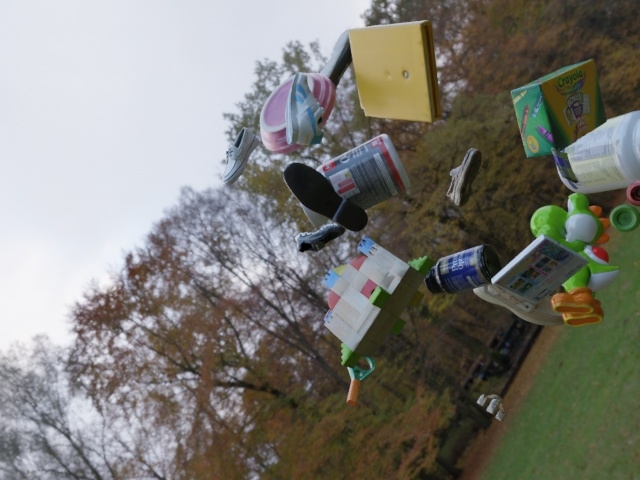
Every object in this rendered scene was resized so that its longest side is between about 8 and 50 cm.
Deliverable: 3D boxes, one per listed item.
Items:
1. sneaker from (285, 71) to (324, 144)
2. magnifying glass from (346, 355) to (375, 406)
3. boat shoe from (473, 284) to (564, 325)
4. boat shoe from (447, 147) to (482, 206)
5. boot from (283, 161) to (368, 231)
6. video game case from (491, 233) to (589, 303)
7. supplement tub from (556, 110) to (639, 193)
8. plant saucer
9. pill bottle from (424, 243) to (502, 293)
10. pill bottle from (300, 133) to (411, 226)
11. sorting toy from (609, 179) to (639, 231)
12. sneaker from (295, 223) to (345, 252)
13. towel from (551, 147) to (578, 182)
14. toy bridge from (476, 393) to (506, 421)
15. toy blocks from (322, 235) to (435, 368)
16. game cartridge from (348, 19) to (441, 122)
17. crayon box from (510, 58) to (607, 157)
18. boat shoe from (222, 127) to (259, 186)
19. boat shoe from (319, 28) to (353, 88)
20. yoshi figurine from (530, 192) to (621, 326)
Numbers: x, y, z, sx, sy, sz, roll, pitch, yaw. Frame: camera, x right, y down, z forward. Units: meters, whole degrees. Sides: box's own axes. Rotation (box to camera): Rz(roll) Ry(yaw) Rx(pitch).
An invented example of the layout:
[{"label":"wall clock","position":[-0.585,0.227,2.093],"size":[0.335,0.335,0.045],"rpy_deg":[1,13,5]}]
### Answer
[{"label":"sneaker","position":[-0.040,-0.340,1.421],"size":[0.087,0.092,0.229],"rpy_deg":[117,154,-59]},{"label":"magnifying glass","position":[0.108,0.394,1.586],"size":[0.026,0.092,0.231],"rpy_deg":[-63,1,29]},{"label":"boat shoe","position":[0.720,0.197,1.934],"size":[0.122,0.340,0.110],"rpy_deg":[-59,-15,-45]},{"label":"boat shoe","position":[0.549,-0.254,2.138],"size":[0.095,0.095,0.258],"rpy_deg":[-26,-40,-35]},{"label":"boot","position":[0.005,-0.129,1.724],"size":[0.112,0.305,0.115],"rpy_deg":[-53,8,-4]},{"label":"video game case","position":[0.483,0.067,1.205],"size":[0.157,0.143,0.019],"rpy_deg":[-51,26,33]},{"label":"supplement tub","position":[0.976,-0.287,1.787],"size":[0.235,0.235,0.324],"rpy_deg":[-51,17,-20]},{"label":"plant saucer","position":[-0.098,-0.467,1.940],"size":[0.084,0.332,0.332],"rpy_deg":[35,-94,-41]},{"label":"pill bottle","position":[0.437,0.098,1.696],"size":[0.219,0.123,0.122],"rpy_deg":[-23,5,40]},{"label":"pill bottle","position":[0.109,-0.198,1.883],"size":[0.362,0.210,0.210],"rpy_deg":[-25,-20,10]},{"label":"sorting toy","position":[0.586,-0.062,1.008],"size":[0.042,0.061,0.102],"rpy_deg":[-12,-49,-47]},{"label":"sneaker","position":[0.000,0.000,2.369],"size":[0.106,0.234,0.078],"rpy_deg":[-89,-23,-47]},{"label":"towel","position":[0.542,-0.167,1.211],"size":[0.060,0.084,0.009],"rpy_deg":[12,-33,-32]},{"label":"toy bridge","position":[0.587,0.554,1.843],"size":[0.188,0.026,0.063],"rpy_deg":[42,-101,-40]},{"label":"toy blocks","position":[0.123,0.152,1.628],"size":[0.190,0.261,0.382],"rpy_deg":[30,-85,-45]},{"label":"game cartridge","position":[0.225,-0.516,1.680],"size":[0.052,0.323,0.286],"rpy_deg":[-27,-61,-27]},{"label":"crayon box","position":[0.587,-0.325,1.331],"size":[0.278,0.081,0.166],"rpy_deg":[-29,-74,-34]},{"label":"boat shoe","position":[-0.285,-0.282,1.825],"size":[0.076,0.083,0.226],"rpy_deg":[45,-131,-31]},{"label":"boat shoe","position":[0.068,-0.663,2.131],"size":[0.095,0.112,0.335],"rpy_deg":[32,-98,-30]},{"label":"yoshi figurine","position":[0.670,0.041,1.509],"size":[0.204,0.202,0.363],"rpy_deg":[117,165,-64]}]
